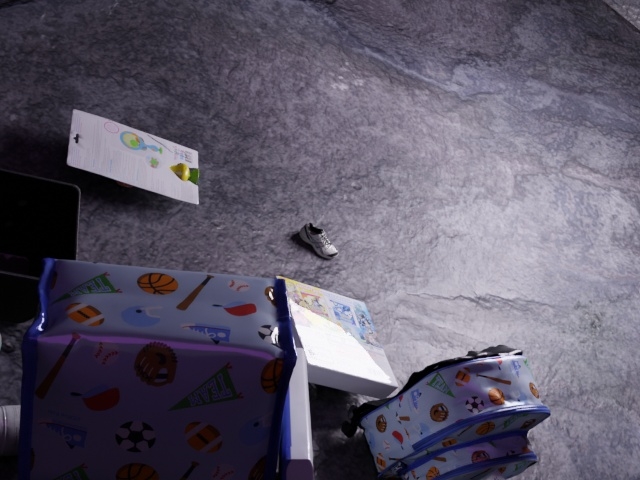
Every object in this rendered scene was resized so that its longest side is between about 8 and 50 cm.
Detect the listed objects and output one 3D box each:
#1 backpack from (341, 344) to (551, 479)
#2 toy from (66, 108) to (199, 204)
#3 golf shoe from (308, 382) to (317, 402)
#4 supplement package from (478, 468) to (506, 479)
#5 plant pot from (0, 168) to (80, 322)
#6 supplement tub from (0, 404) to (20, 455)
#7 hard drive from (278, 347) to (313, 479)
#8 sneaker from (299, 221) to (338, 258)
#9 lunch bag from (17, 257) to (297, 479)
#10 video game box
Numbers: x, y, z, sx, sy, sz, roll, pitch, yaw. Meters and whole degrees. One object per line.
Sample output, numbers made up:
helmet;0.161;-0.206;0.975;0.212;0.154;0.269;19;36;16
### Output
backpack;0.219;0.283;1.627;0.277;0.263;0.213;-9;59;-34
toy;-0.330;-0.133;1.825;0.237;0.056;0.136;15;45;-23
golf shoe;-0.068;0.177;1.694;0.198;0.077;0.094;42;47;8
supplement package;0.192;0.458;1.469;0.149;0.194;0.203;54;26;12
plant pot;-0.475;0.020;1.543;0.188;0.167;0.187;13;48;-25
supplement tub;-0.402;0.264;1.455;0.107;0.071;0.071;2;53;-25
hard drive;-0.036;0.308;1.423;0.040;0.210;0.318;0;19;-3
sneaker;0.000;0.000;1.900;0.083;0.037;0.032;36;44;1
lunch bag;-0.216;0.246;1.332;0.328;0.385;0.239;8;28;-9
video game box;0.016;0.161;1.715;0.205;0.048;0.187;20;38;-38
